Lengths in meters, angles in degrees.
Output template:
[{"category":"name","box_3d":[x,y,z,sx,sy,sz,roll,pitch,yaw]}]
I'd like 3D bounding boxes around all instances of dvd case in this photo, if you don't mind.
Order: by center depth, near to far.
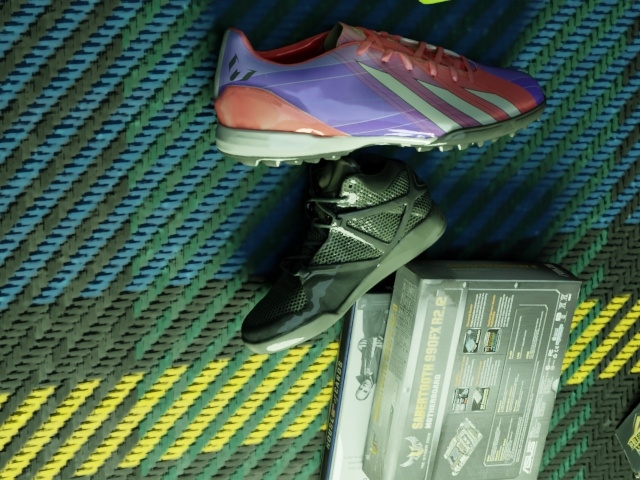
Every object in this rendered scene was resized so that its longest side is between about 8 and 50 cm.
[{"category":"dvd case","box_3d":[0.096,0.160,1.266,0.179,0.029,0.239,1,109,-24]}]

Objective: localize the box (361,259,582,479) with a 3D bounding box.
[{"category":"box","box_3d":[0.149,0.136,1.231,0.183,0.056,0.231,1,108,-23]}]

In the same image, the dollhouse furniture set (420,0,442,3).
[{"category":"dollhouse furniture set","box_3d":[0.059,-0.374,1.032,0.197,0.151,0.301,29,74,-45]}]

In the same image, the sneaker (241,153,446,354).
[{"category":"sneaker","box_3d":[0.000,0.000,1.135,0.227,0.087,0.130,-38,117,-9]}]

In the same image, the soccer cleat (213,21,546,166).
[{"category":"soccer cleat","box_3d":[0.060,-0.140,1.099,0.318,0.108,0.116,-7,108,-18]}]

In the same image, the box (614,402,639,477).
[{"category":"box","box_3d":[0.526,0.157,1.366,0.293,0.073,0.295,10,129,-25]}]
